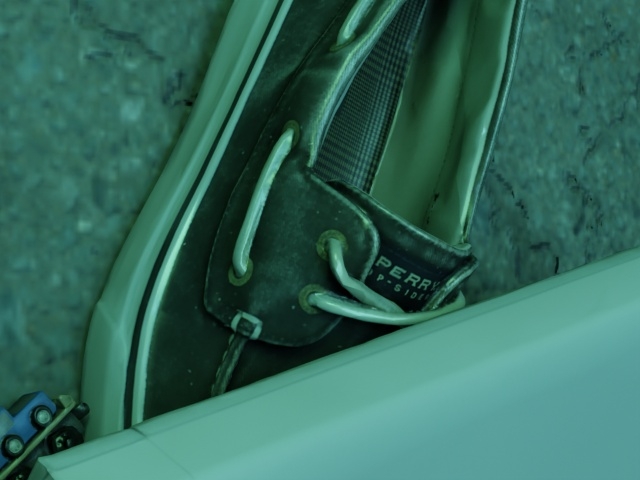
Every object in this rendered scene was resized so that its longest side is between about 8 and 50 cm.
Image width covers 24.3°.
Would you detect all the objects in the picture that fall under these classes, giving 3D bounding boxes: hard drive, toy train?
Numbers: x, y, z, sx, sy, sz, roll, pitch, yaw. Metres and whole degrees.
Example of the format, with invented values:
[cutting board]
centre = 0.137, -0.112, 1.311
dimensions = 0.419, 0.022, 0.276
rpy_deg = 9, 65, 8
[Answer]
[hard drive]
centre = 0.032, 0.136, 0.580
dimensions = 0.353, 0.047, 0.233
rpy_deg = -15, 126, -43
[toy train]
centre = -0.140, 0.105, 0.519
dimensions = 0.036, 0.027, 0.158
rpy_deg = 53, 55, -12

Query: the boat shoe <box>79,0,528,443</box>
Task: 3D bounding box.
[boat shoe]
centre = 0.000, 0.000, 0.586
dimensions = 0.121, 0.119, 0.335
rpy_deg = 23, 75, -39
